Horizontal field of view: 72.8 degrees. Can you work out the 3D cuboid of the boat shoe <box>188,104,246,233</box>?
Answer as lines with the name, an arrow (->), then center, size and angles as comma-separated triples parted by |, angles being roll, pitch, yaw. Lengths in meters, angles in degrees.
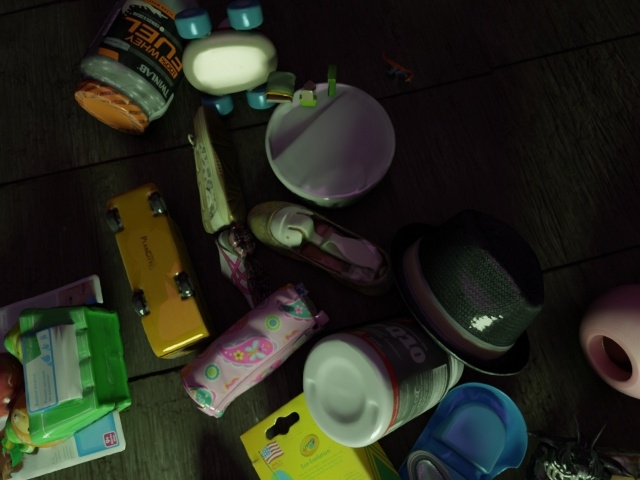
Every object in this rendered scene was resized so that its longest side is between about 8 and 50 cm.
boat shoe -> -0.240, -0.159, 0.947 | 0.089, 0.104, 0.286 | -19, 74, 19

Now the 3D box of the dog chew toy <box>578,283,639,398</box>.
dog chew toy -> 0.657, 0.156, 0.800 | 0.331, 0.207, 0.207 | -18, 74, -13

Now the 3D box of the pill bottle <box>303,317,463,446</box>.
pill bottle -> 0.120, 0.218, 0.729 | 0.161, 0.283, 0.162 | -1, 89, 41

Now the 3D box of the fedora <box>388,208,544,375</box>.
fedora -> 0.284, 0.060, 0.776 | 0.333, 0.153, 0.334 | 20, 40, -18

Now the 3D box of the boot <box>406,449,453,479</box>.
boot -> 0.208, 0.435, 0.696 | 0.069, 0.086, 0.190 | -30, 76, -7

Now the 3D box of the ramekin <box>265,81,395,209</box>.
ramekin -> 0.020, -0.192, 0.943 | 0.272, 0.127, 0.273 | 0, 74, 0

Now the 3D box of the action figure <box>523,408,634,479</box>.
action figure -> 0.397, 0.424, 0.698 | 0.163, 0.141, 0.276 | 15, 102, 16

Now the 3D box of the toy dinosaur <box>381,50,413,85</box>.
toy dinosaur -> 0.184, -0.404, 1.034 | 0.047, 0.090, 0.082 | -44, 33, -21

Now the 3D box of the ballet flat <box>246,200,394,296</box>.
ballet flat -> 0.000, 0.000, 0.892 | 0.348, 0.123, 0.123 | 29, 76, 9

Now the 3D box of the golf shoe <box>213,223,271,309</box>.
golf shoe -> -0.164, 0.065, 0.909 | 0.085, 0.067, 0.186 | -27, 79, 28

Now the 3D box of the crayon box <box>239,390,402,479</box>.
crayon box -> 0.023, 0.418, 0.738 | 0.202, 0.081, 0.319 | -40, 75, 22

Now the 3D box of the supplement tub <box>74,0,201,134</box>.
supplement tub -> -0.402, -0.413, 0.980 | 0.193, 0.193, 0.316 | 18, 75, 6

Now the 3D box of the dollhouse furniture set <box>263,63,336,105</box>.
dollhouse furniture set -> -0.043, -0.324, 0.887 | 0.151, 0.059, 0.076 | 4, 72, 3

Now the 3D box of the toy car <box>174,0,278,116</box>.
toy car -> -0.211, -0.452, 1.016 | 0.210, 0.219, 0.238 | -11, 44, -2

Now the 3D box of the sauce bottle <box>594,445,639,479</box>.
sauce bottle -> 0.506, 0.535, 0.726 | 0.111, 0.111, 0.345 | 5, 73, 2

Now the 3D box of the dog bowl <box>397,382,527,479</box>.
dog bowl -> 0.245, 0.401, 0.789 | 0.165, 0.074, 0.297 | 35, 76, 10

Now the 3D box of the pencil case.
pencil case -> -0.122, 0.204, 0.828 | 0.284, 0.124, 0.124 | -37, 76, -9

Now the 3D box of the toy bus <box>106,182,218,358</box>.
toy bus -> -0.316, 0.058, 0.870 | 0.108, 0.130, 0.333 | -23, 74, -5

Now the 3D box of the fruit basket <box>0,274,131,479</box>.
fruit basket -> -0.548, 0.263, 0.797 | 0.352, 0.165, 0.327 | -16, 74, -1
